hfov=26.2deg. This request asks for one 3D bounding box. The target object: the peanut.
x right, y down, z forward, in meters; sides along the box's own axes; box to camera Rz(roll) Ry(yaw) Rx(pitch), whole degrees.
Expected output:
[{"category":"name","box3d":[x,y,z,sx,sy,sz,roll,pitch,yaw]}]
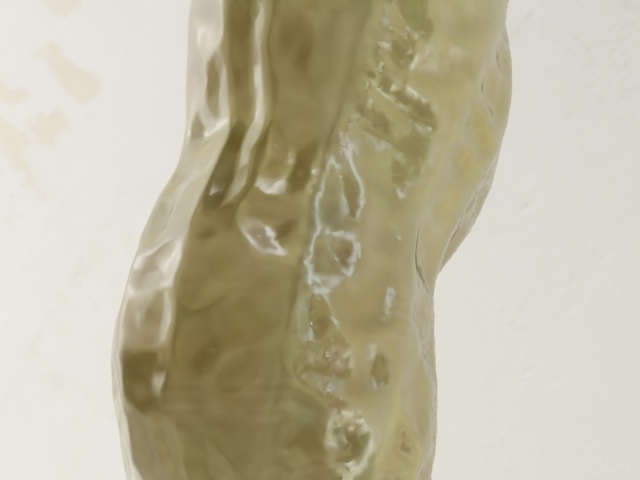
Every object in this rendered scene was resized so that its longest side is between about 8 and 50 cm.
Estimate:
[{"category":"peanut","box3d":[0.000,0.000,0.488,0.120,0.136,0.298,-5,-112,46]}]
